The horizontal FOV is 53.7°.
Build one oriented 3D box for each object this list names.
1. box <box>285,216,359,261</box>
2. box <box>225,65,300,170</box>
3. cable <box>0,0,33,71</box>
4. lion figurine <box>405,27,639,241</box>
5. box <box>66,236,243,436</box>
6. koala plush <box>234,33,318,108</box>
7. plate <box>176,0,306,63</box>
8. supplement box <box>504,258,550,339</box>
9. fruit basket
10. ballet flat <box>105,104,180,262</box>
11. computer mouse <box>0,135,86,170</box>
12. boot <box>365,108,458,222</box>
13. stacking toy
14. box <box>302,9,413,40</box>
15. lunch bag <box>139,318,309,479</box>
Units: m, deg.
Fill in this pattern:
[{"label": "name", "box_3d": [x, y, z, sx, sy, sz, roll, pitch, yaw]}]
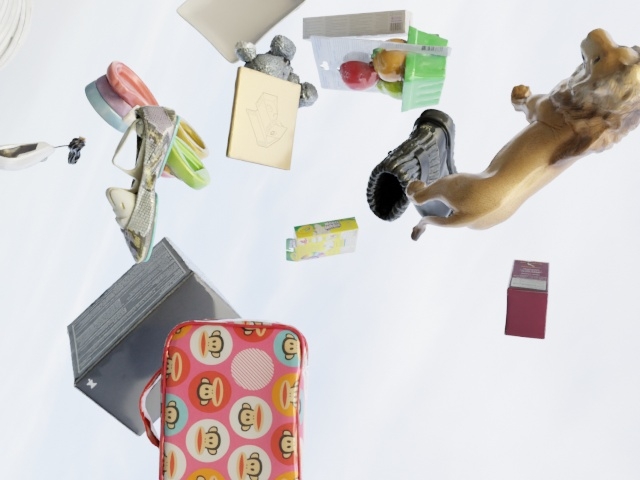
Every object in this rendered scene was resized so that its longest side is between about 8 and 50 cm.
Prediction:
[{"label": "box", "box_3d": [0.000, 0.000, 1.553, 0.105, 0.179, 0.043, 95, -19, -54]}, {"label": "box", "box_3d": [-0.126, -0.271, 1.422, 0.021, 0.164, 0.202, 5, -93, 55]}, {"label": "cable", "box_3d": [-0.586, -0.348, 0.996, 0.256, 0.089, 0.257, 4, -110, 16]}, {"label": "lion figurine", "box_3d": [0.282, -0.112, 0.887, 0.392, 0.142, 0.240, -50, -165, 12]}, {"label": "box", "box_3d": [-0.339, 0.181, 1.285, 0.296, 0.183, 0.294, -44, -155, -8]}, {"label": "koala plush", "box_3d": [-0.135, -0.399, 1.573, 0.203, 0.196, 0.221, -27, -177, 7]}, {"label": "plate", "box_3d": [-0.213, -0.636, 1.732, 0.278, 0.045, 0.277, -43, -114, -4]}, {"label": "supplement box", "box_3d": [0.433, 0.118, 1.319, 0.080, 0.188, 0.104, 5, -71, 19]}, {"label": "fruit basket", "box_3d": [0.162, -0.470, 1.692, 0.352, 0.327, 0.166, 11, -98, 8]}, {"label": "ballet flat", "box_3d": [-0.132, -0.042, 0.452, 0.041, 0.041, 0.115, 13, -90, 53]}, {"label": "computer mouse", "box_3d": [-0.550, -0.161, 1.220, 0.106, 0.192, 0.042, -20, -94, 53]}, {"label": "boot", "box_3d": [0.225, -0.115, 1.522, 0.131, 0.348, 0.260, 15, -129, 30]}, {"label": "stacking toy", "box_3d": [-0.376, -0.211, 1.358, 0.130, 0.309, 0.280, -37, -140, 10]}, {"label": "box", "box_3d": [0.102, -0.605, 1.789, 0.323, 0.063, 0.067, 5, -80, 27]}, {"label": "lunch bag", "box_3d": [-0.150, 0.267, 0.977, 0.120, 0.257, 0.294, 87, 5, -83]}]
